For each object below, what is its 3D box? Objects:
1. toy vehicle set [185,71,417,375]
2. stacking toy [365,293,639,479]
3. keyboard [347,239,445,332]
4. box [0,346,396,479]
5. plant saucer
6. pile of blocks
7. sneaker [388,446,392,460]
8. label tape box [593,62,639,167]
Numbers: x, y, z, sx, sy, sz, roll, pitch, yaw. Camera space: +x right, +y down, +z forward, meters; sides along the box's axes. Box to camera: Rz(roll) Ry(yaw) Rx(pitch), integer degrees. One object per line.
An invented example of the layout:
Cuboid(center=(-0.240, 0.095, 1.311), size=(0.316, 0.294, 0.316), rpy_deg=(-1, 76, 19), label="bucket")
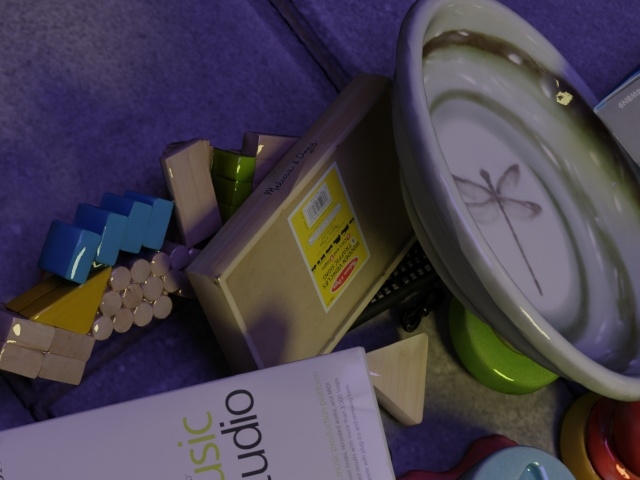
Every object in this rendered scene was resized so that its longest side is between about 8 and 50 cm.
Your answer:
Cuboid(center=(0.000, 0.000, 1.394), size=(0.267, 0.035, 0.166), rpy_deg=(-50, 137, -32), label="toy vehicle set")
Cuboid(center=(0.198, 0.156, 1.448), size=(0.309, 0.130, 0.279), rpy_deg=(-30, 90, -31), label="stacking toy")
Cuboid(center=(0.076, 0.028, 1.511), size=(0.180, 0.023, 0.108), rpy_deg=(-28, 85, -30), label="keyboard")
Cuboid(center=(-0.095, 0.230, 1.254), size=(0.322, 0.058, 0.232), rpy_deg=(-14, 76, 0), label="box")
Cuboid(center=(0.173, -0.029, 1.423), size=(0.400, 0.100, 0.400), rpy_deg=(35, 38, -33), label="plant saucer")
Cuboid(center=(-0.156, -0.007, 1.349), size=(0.362, 0.113, 0.149), rpy_deg=(-29, 121, -36), label="pile of blocks")
Cuboid(center=(0.013, 0.288, 1.309), size=(0.107, 0.124, 0.283), rpy_deg=(9, 67, -40), label="sneaker")
Cuboid(center=(0.425, -0.040, 1.583), size=(0.347, 0.115, 0.249), rpy_deg=(54, 21, 0), label="label tape box")
